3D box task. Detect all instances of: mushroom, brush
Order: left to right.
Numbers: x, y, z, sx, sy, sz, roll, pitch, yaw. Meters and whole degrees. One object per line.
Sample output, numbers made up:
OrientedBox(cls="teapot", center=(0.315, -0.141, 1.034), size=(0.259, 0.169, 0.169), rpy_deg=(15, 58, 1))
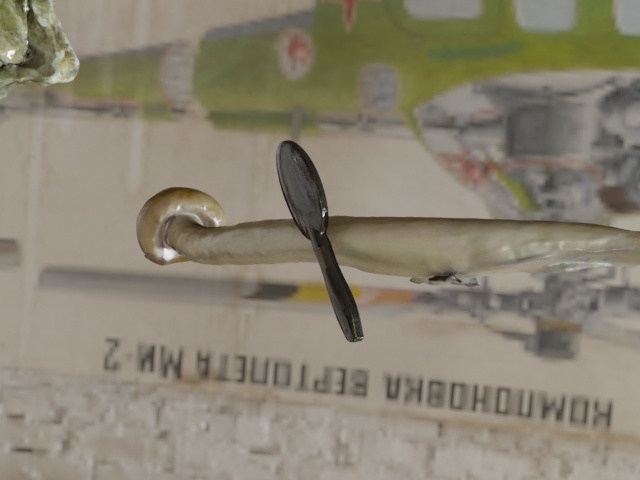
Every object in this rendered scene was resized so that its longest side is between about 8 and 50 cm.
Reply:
OrientedBox(cls="brush", center=(0.000, 0.000, 0.573), size=(0.008, 0.083, 0.024), rpy_deg=(-11, 164, -38))
OrientedBox(cls="mushroom", center=(0.020, 0.001, 0.613), size=(0.306, 0.043, 0.068), rpy_deg=(5, -153, 46))

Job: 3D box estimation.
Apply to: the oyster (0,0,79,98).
OrientedBox(cls="oyster", center=(-0.303, -0.197, 1.093), size=(0.198, 0.267, 0.112), rpy_deg=(-28, 173, 16))
